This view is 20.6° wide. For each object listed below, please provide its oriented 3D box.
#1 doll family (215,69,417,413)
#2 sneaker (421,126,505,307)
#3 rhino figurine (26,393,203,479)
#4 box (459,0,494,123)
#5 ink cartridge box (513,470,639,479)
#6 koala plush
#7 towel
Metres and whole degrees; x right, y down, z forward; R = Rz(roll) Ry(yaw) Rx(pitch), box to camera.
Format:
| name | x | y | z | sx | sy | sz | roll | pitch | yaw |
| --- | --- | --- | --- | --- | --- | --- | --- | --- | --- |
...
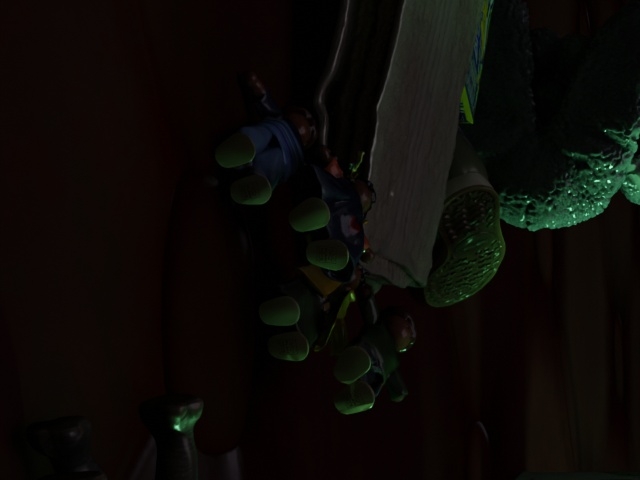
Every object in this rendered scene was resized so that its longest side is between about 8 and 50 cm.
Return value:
| name | x | y | z | sx | sy | sz | roll | pitch | yaw |
| --- | --- | --- | --- | --- | --- | --- | --- | --- | --- |
| doll family | 0.000 | 0.000 | 0.954 | 0.111 | 0.076 | 0.193 | -42 | 125 | -64 |
| sneaker | 0.091 | -0.027 | 1.286 | 0.192 | 0.064 | 0.086 | 85 | -17 | -65 |
| rhino figurine | -0.096 | 0.132 | 0.596 | 0.243 | 0.073 | 0.106 | -30 | 114 | -71 |
| box | 0.092 | -0.158 | 1.322 | 0.169 | 0.059 | 0.054 | -75 | 158 | -46 |
| ink cartridge box | 0.247 | 0.270 | 1.624 | 0.212 | 0.154 | 0.093 | -7 | 95 | -74 |
| koala plush | 0.211 | -0.087 | 1.535 | 0.221 | 0.196 | 0.203 | 41 | 60 | -69 |
| towel | 0.052 | -0.110 | 1.114 | 0.187 | 0.049 | 0.282 | 28 | 74 | -71 |
